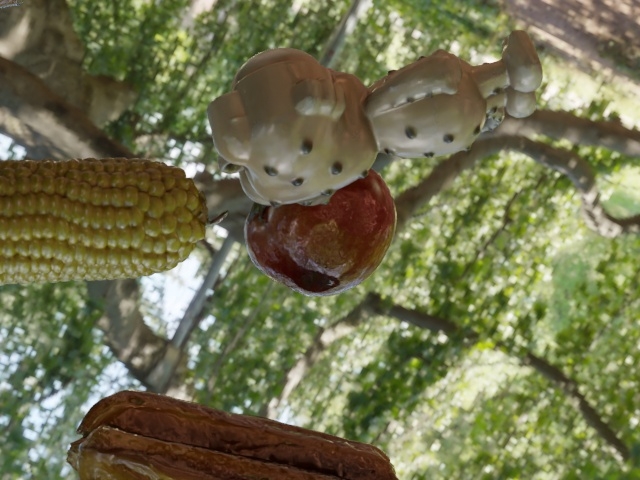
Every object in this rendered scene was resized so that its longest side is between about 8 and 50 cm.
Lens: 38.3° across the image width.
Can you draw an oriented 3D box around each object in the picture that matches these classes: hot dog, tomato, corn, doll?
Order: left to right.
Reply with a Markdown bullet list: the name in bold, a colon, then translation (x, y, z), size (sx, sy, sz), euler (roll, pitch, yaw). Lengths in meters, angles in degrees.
- **corn**: translation (-0.228, -0.013, 0.697), size (0.310, 0.102, 0.101), euler (-4, -158, -19)
- **hot dog**: translation (-0.064, 0.240, 0.860), size (0.348, 0.117, 0.158), euler (17, -167, -19)
- **tomato**: translation (0.000, 0.000, 0.895), size (0.139, 0.159, 0.091), euler (27, -144, -26)
- **doll**: translation (0.046, -0.104, 0.777), size (0.277, 0.119, 0.154), euler (-12, 159, -8)

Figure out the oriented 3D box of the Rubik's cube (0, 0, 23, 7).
- **Rubik's cube**: translation (-0.253, -0.246, 0.568), size (0.161, 0.162, 0.163), euler (51, -148, 1)
